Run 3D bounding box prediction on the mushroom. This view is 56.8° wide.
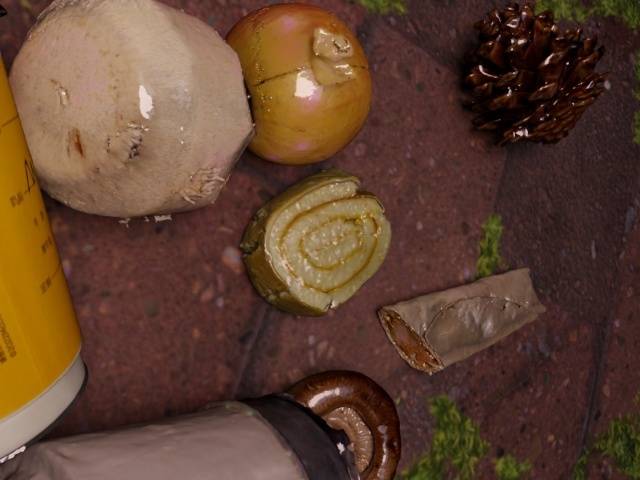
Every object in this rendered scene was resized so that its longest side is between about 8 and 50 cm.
[{"bbox_3d":[0.000,0.202,0.545,0.135,0.080,0.170,45,64,-6],"label":"mushroom"}]

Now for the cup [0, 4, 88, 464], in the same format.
[{"bbox_3d":[-0.239,-0.014,0.323,0.196,0.196,0.279,-27,119,-30],"label":"cup"}]

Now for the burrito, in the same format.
[{"bbox_3d":[0.172,0.084,0.665,0.226,0.060,0.087,-15,88,-30],"label":"burrito"}]

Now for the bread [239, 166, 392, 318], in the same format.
[{"bbox_3d":[0.000,0.000,0.572,0.156,0.064,0.117,-34,107,-30],"label":"bread"}]

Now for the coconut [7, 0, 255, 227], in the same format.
[{"bbox_3d":[-0.130,-0.095,0.451,0.183,0.171,0.170,-15,94,-70],"label":"coconut"}]

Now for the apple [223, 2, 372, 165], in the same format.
[{"bbox_3d":[-0.020,-0.139,0.531,0.146,0.146,0.146,3,84,-30],"label":"apple"}]

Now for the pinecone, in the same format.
[{"bbox_3d":[0.238,-0.190,0.682,0.174,0.173,0.173,3,84,-30],"label":"pinecone"}]

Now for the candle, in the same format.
[{"bbox_3d":[-0.126,0.207,0.364,0.330,0.187,0.187,5,82,-48],"label":"candle"}]
